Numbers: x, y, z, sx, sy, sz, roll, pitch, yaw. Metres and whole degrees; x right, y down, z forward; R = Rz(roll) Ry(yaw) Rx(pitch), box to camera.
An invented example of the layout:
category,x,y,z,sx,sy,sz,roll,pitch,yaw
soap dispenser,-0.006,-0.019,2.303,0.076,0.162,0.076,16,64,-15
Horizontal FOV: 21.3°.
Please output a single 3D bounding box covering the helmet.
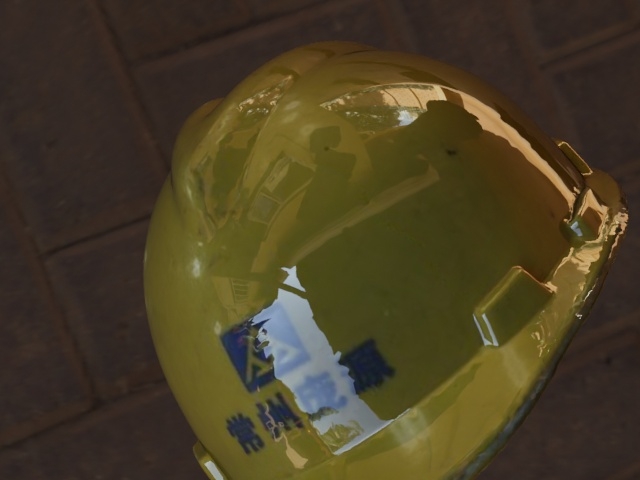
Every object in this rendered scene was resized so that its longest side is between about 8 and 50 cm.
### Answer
category,x,y,z,sx,sy,sz,roll,pitch,yaw
helmet,0.000,0.000,0.671,0.140,0.205,0.257,52,29,-12
